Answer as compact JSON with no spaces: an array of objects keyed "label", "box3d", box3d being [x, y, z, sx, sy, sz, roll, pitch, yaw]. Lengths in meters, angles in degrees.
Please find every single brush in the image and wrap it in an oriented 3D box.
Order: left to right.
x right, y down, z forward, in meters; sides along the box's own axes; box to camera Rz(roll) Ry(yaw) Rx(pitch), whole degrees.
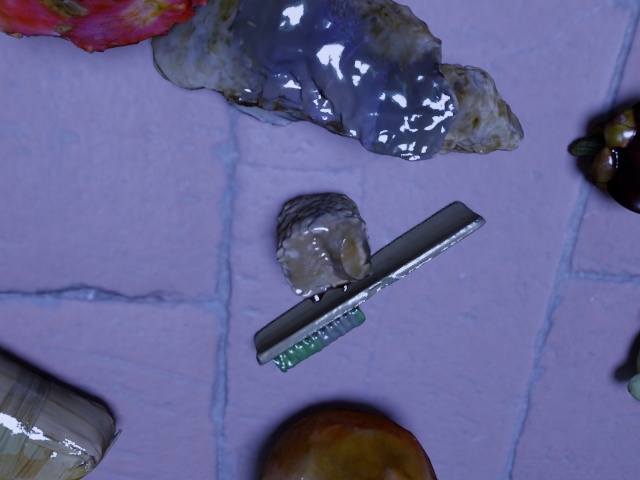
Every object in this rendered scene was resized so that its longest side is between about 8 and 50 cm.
[{"label":"brush","box3d":[0.053,0.054,0.521,0.282,0.054,0.048,-35,119,3]}]

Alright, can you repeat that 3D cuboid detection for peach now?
[{"label":"peach","box3d":[0.030,0.311,0.509,0.215,0.235,0.214,-1,114,-1]}]

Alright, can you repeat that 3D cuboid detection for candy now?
[{"label":"candy","box3d":[0.000,0.000,0.465,0.096,0.110,0.085,-13,119,6]}]

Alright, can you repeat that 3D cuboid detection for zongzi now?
[{"label":"zongzi","box3d":[-0.341,0.214,0.487,0.197,0.099,0.194,-43,110,13]}]

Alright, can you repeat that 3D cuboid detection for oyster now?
[{"label":"oyster","box3d":[0.029,-0.147,0.418,0.342,0.110,0.166,28,96,-4]}]

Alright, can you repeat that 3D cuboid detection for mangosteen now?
[{"label":"mangosteen","box3d":[0.339,-0.090,0.497,0.140,0.140,0.139,-3,109,-9]}]

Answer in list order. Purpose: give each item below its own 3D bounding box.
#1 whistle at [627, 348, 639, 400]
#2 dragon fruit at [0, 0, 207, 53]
[{"label":"whistle","box3d":[0.480,0.099,0.582,0.131,0.106,0.288,11,107,-11]},{"label":"dragon fruit","box3d":[-0.175,-0.260,0.303,0.205,0.210,0.268,-17,117,26]}]
